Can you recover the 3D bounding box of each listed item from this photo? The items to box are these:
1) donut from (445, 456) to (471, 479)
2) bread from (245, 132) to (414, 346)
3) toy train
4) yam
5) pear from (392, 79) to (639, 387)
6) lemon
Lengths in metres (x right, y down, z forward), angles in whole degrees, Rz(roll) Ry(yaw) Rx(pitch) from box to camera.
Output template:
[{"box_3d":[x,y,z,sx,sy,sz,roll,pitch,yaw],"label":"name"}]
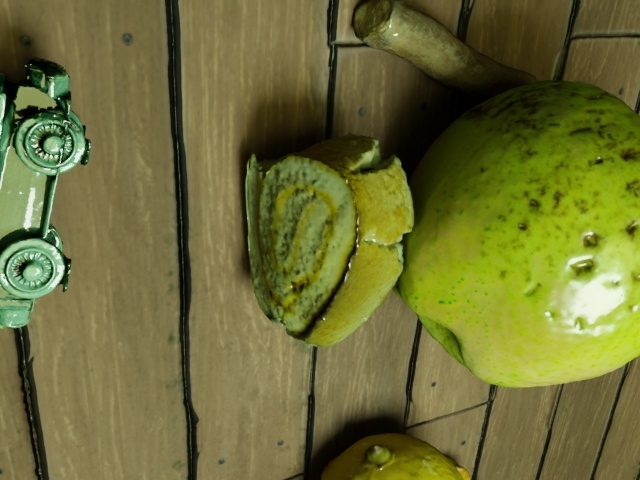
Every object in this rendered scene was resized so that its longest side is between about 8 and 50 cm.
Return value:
[{"box_3d":[0.204,0.464,1.220,0.152,0.058,0.151,-14,120,-25],"label":"donut"},{"box_3d":[0.000,0.000,0.786,0.124,0.186,0.256,-17,128,-42],"label":"bread"},{"box_3d":[-0.309,-0.044,0.627,0.155,0.115,0.269,9,110,-24],"label":"toy train"},{"box_3d":[0.172,-0.226,0.841,0.300,0.066,0.066,15,106,-36],"label":"yam"},{"box_3d":[0.269,0.008,0.841,0.391,0.391,0.390,-13,120,-24],"label":"pear"},{"box_3d":[0.118,0.444,1.038,0.261,0.260,0.283,-1,115,-30],"label":"lemon"}]
